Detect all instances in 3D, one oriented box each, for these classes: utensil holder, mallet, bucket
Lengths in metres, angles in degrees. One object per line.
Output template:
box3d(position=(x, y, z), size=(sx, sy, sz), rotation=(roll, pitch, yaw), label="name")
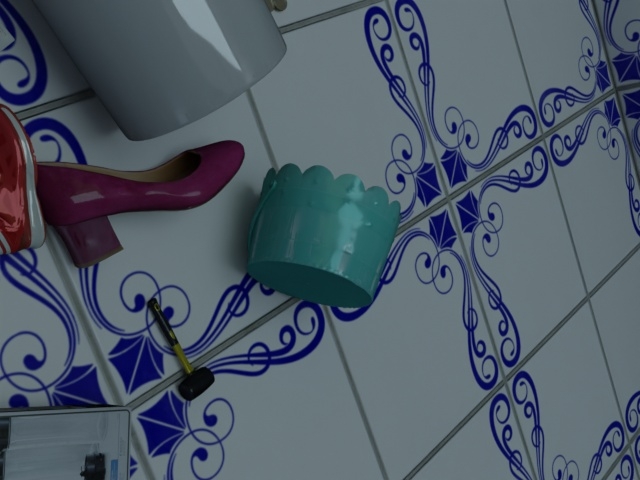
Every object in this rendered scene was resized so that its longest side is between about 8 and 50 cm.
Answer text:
box3d(position=(-0.272, -0.391, 1.298), size=(0.327, 0.328, 0.385), rotation=(-48, 120, -36), label="utensil holder")
box3d(position=(-0.252, 0.189, 1.457), size=(0.062, 0.039, 0.189), rotation=(-47, 114, -41), label="mallet")
box3d(position=(0.000, 0.000, 1.566), size=(0.281, 0.281, 0.183), rotation=(31, 66, -38), label="bucket")

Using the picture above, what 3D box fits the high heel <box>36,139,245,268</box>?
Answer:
box3d(position=(-0.282, -0.122, 1.386), size=(0.377, 0.127, 0.181), rotation=(-40, 123, -36), label="high heel")

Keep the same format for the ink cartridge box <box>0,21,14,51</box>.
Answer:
box3d(position=(-0.527, -0.242, 1.181), size=(0.060, 0.104, 0.180), rotation=(55, 52, -27), label="ink cartridge box")

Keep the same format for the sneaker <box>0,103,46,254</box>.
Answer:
box3d(position=(-0.481, -0.082, 1.223), size=(0.128, 0.087, 0.221), rotation=(-20, 99, -45), label="sneaker")

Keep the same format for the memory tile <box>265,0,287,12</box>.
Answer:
box3d(position=(-0.130, -0.497, 1.664), size=(0.148, 0.012, 0.113), rotation=(-25, 103, -43), label="memory tile")

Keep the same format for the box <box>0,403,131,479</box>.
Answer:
box3d(position=(-0.423, 0.327, 1.234), size=(0.290, 0.087, 0.169), rotation=(9, 79, -44), label="box")
